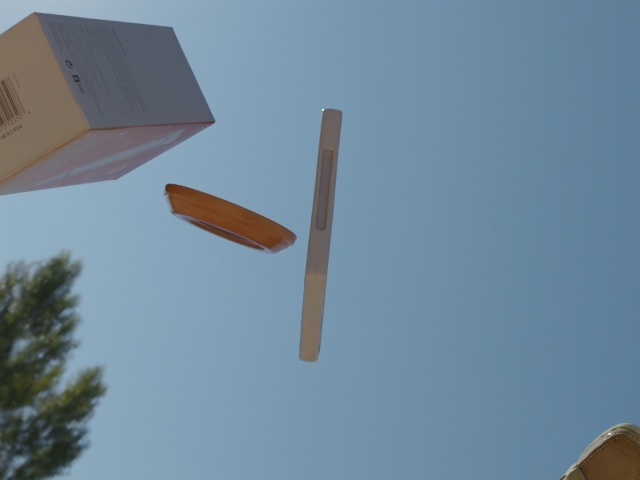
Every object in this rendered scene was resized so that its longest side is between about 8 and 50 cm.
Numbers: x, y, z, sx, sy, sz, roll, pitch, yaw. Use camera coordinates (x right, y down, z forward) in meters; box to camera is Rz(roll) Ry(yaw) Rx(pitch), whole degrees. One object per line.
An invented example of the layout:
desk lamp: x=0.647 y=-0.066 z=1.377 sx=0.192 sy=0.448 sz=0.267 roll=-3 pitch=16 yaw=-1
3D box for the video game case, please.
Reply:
video game case: x=0.000 y=0.000 z=1.182 sx=0.026 sy=0.206 sz=0.227 roll=6 pitch=-29 yaw=0

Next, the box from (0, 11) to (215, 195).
box: x=-0.341 y=-0.190 z=1.486 sx=0.215 sy=0.345 sz=0.168 roll=-26 pitch=-92 yaw=23

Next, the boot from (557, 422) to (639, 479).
boot: x=0.244 y=0.283 z=1.054 sx=0.077 sy=0.165 sz=0.213 roll=44 pitch=-64 yaw=24

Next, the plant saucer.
plant saucer: x=-0.131 y=-0.026 z=1.478 sx=0.200 sy=0.037 sz=0.200 roll=22 pitch=-7 yaw=3
